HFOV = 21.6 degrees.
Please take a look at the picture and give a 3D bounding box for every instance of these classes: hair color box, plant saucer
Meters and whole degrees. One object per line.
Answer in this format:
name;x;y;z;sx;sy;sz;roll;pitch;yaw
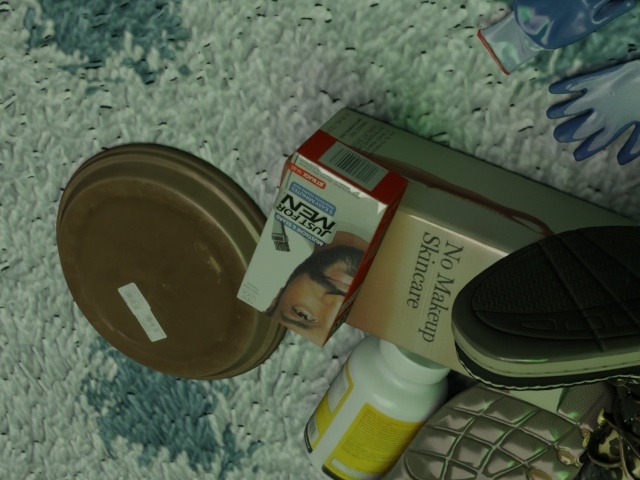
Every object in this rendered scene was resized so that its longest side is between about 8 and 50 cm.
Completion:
hair color box;0.000;0.000;1.439;0.093;0.053;0.167;30;128;10
plant saucer;-0.160;0.033;1.725;0.278;0.041;0.278;14;125;21

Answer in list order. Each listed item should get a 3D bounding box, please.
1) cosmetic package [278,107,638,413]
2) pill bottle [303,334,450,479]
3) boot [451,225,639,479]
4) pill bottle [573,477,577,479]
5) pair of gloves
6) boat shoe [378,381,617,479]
cosmetic package;0.112;0.014;1.501;0.296;0.129;0.153;21;125;17
pill bottle;0.062;0.155;1.631;0.103;0.103;0.184;36;129;6
boot;0.263;0.121;1.371;0.138;0.377;0.284;53;147;39
pill bottle;0.347;0.351;1.540;0.323;0.181;0.181;46;130;-2
pair of gloves;0.227;-0.159;1.402;0.159;0.023;0.198;-32;100;37
boat shoe;0.137;0.228;1.617;0.355;0.130;0.132;-39;82;18
